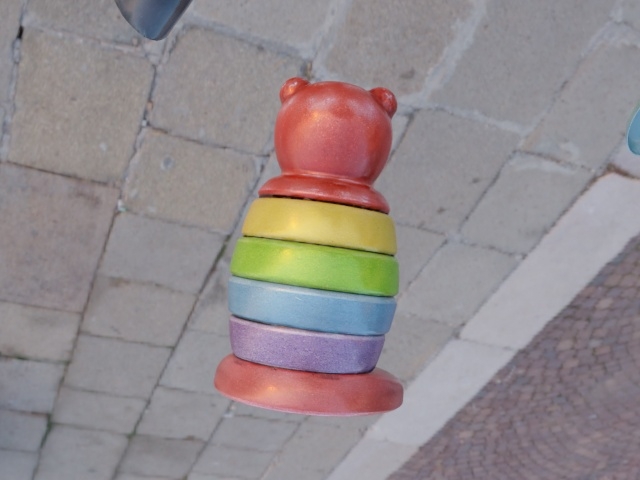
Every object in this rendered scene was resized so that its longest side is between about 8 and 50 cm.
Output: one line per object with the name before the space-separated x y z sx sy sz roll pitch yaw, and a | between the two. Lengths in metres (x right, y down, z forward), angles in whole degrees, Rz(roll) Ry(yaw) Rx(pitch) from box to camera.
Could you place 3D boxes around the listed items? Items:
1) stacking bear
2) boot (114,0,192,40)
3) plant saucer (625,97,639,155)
stacking bear | 0.000 0.000 0.732 0.176 0.288 0.164 7 178 11
boot | -0.113 -0.403 0.989 0.146 0.366 0.445 25 135 -39
plant saucer | 0.439 -0.165 1.054 0.119 0.021 0.119 -19 137 -19
